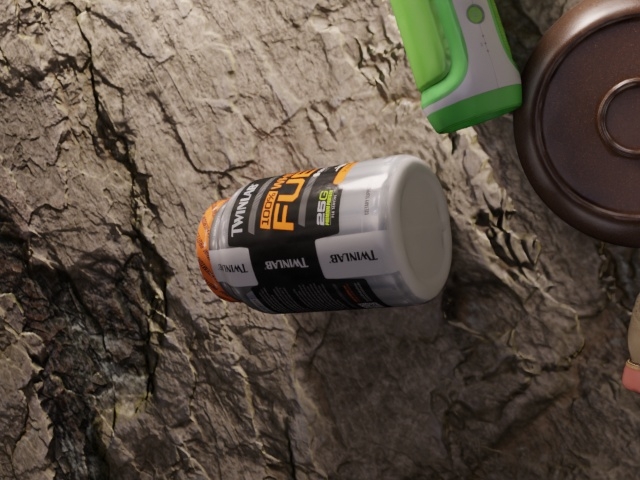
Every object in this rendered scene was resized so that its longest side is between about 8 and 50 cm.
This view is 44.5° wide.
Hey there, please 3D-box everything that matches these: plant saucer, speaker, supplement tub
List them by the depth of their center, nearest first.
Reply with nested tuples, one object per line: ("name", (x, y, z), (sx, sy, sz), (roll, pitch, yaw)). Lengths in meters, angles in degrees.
("plant saucer", (0.365, -0.140, 0.890), (0.310, 0.050, 0.310), (6, 102, 30))
("speaker", (0.148, -0.286, 0.947), (0.131, 0.131, 0.296), (-17, 90, 33))
("supplement tub", (0.000, 0.000, 1.054), (0.316, 0.193, 0.193), (-7, 96, 32))

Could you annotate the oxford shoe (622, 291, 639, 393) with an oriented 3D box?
("oxford shoe", (0.496, 0.115, 0.814), (0.348, 0.123, 0.130), (1, 91, 32))
